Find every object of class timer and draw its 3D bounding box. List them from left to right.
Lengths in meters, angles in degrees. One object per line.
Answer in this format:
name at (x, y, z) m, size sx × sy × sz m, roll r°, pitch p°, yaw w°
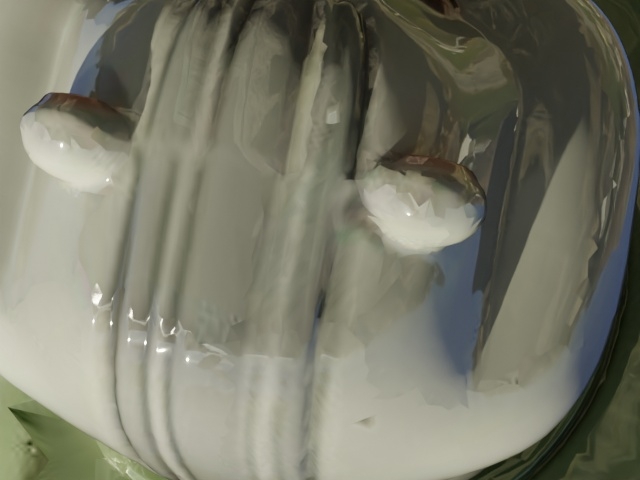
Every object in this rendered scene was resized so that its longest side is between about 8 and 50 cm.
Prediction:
timer at (0.000, 0.000, 0.519) m, size 0.291 × 0.315 × 0.290 m, roll -1°, pitch -97°, yaw 5°
